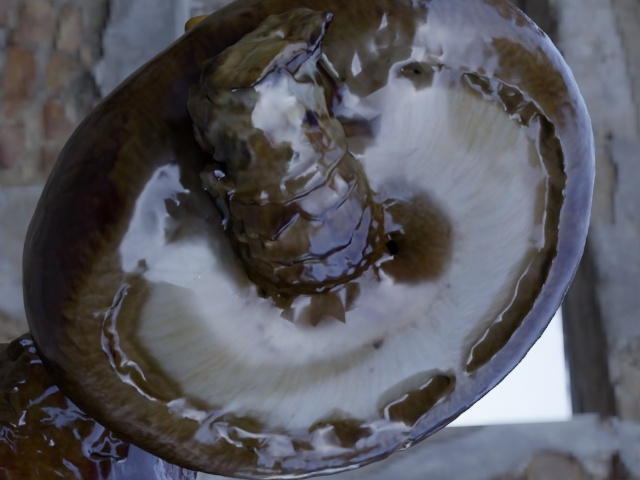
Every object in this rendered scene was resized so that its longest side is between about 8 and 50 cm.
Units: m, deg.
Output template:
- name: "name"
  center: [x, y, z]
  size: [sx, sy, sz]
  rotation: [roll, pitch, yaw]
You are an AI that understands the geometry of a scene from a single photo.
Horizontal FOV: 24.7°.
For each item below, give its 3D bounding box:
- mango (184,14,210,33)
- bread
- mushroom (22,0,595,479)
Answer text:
- name: "mango"
  center: [-0.071, -0.149, 1.165]
  size: [0.046, 0.089, 0.060]
  rotation: [-38, -150, 39]
- name: "bread"
  center: [-0.162, 0.177, 0.839]
  size: [0.232, 0.135, 0.247]
  rotation: [-61, 141, -52]
- name: "mushroom"
  center: [-0.007, -0.011, 0.729]
  size: [0.163, 0.297, 0.278]
  rotation: [56, -6, 45]
